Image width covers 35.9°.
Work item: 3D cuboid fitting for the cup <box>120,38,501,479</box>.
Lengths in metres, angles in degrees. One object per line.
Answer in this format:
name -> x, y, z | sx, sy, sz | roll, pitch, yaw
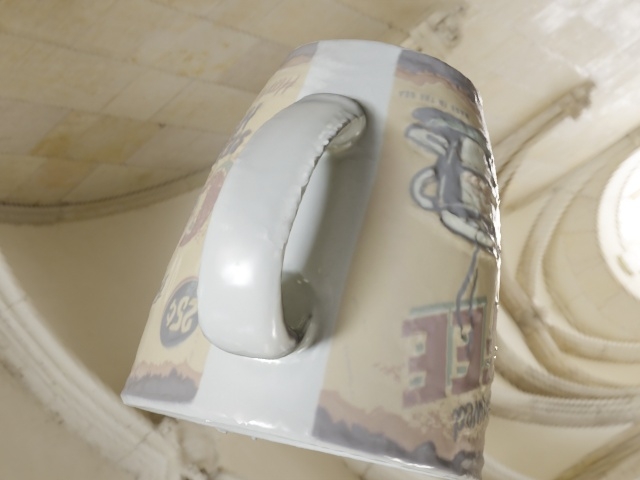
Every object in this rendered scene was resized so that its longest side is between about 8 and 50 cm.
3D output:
cup -> 0.000, 0.000, 0.608 | 0.301, 0.228, 0.256 | 47, -128, -70
